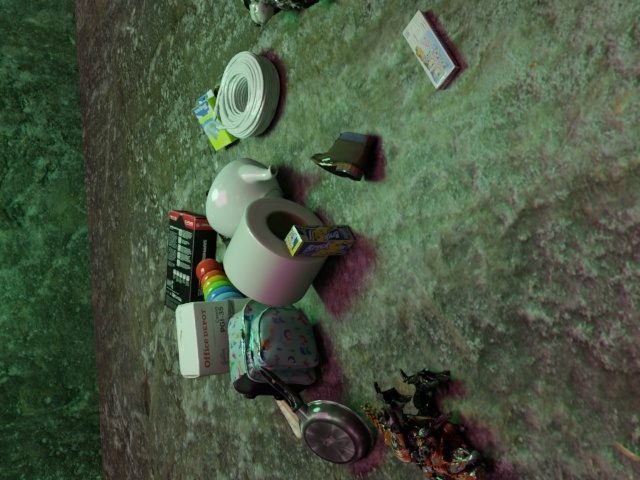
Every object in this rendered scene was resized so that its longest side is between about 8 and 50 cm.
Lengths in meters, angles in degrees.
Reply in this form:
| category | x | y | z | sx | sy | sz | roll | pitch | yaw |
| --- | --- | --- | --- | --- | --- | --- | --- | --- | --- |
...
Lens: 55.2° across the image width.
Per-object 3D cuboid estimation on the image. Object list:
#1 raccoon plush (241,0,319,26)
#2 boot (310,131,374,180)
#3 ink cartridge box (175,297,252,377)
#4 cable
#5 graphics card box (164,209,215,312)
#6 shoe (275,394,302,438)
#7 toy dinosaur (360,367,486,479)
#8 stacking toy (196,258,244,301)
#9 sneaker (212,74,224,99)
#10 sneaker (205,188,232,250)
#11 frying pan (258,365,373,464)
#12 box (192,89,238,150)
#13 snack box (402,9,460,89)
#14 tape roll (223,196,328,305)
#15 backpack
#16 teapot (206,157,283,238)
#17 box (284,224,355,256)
| category | x | y | z | sx | sy | sz | roll | pitch | yaw |
| --- | --- | --- | --- | --- | --- | --- | --- | --- | --- |
| raccoon plush | -0.063 | -0.784 | 1.644 | 0.446 | 0.216 | 0.299 | -53 | 28 | 1 |
| boot | 0.057 | -0.217 | 1.531 | 0.219 | 0.082 | 0.106 | 27 | 90 | 55 |
| ink cartridge box | -0.256 | 0.275 | 1.767 | 0.117 | 0.282 | 0.208 | -18 | 76 | 53 |
| cable | -0.221 | -0.440 | 1.870 | 0.257 | 0.089 | 0.257 | 32 | 114 | 46 |
| graphics card box | -0.476 | 0.085 | 2.228 | 0.232 | 0.094 | 0.371 | 14 | 101 | 53 |
| shoe | -0.093 | 0.460 | 1.721 | 0.219 | 0.076 | 0.058 | 48 | 122 | 40 |
| toy dinosaur | 0.193 | 0.399 | 1.280 | 0.321 | 0.164 | 0.219 | -2 | 106 | 33 |
| stacking toy | -0.326 | 0.172 | 2.013 | 0.330 | 0.141 | 0.141 | 55 | 132 | 47 |
| sneaker | -0.340 | -0.476 | 2.069 | 0.192 | 0.064 | 0.086 | 120 | 161 | -51 |
| sneaker | -0.311 | -0.049 | 1.992 | 0.101 | 0.106 | 0.268 | -26 | 71 | 50 |
| frying pan | -0.003 | 0.422 | 1.478 | 0.197 | 0.053 | 0.326 | -24 | 107 | 34 |
| box | -0.351 | -0.396 | 2.025 | 0.109 | 0.042 | 0.178 | -14 | 110 | 52 |
| snack box | 0.234 | -0.407 | 1.305 | 0.064 | 0.022 | 0.178 | -49 | 53 | 41 |
| tape roll | -0.112 | 0.026 | 1.601 | 0.246 | 0.246 | 0.169 | 60 | 135 | 34 |
| backpack | -0.131 | 0.275 | 1.651 | 0.191 | 0.225 | 0.254 | -48 | 43 | 39 |
| teapot | -0.190 | -0.097 | 1.752 | 0.187 | 0.256 | 0.253 | 27 | 92 | 19 |
| box | 0.000 | 0.000 | 1.508 | 0.059 | 0.168 | 0.054 | -56 | 49 | 37 |
